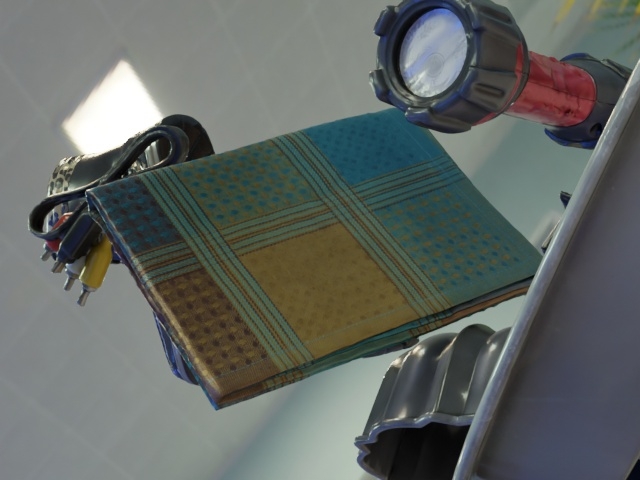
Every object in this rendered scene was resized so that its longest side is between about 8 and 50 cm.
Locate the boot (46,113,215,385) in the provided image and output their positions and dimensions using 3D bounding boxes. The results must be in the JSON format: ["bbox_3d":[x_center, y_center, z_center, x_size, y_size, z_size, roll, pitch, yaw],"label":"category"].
[{"bbox_3d":[-0.262,0.023,1.818,0.138,0.284,0.378,-14,-85,-48],"label":"boot"}]

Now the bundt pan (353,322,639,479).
[{"bbox_3d":[0.203,0.180,1.212,0.331,0.330,0.124,67,-148,-60],"label":"bundt pan"}]

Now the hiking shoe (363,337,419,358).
[{"bbox_3d":[0.103,0.065,1.562,0.227,0.086,0.114,-27,-79,-64],"label":"hiking shoe"}]

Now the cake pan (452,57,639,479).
[{"bbox_3d":[0.140,-0.015,0.486,0.293,0.054,0.293,-56,-17,-26],"label":"cake pan"}]

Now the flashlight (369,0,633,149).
[{"bbox_3d":[0.164,-0.118,0.949,0.103,0.103,0.304,-36,-26,33],"label":"flashlight"}]

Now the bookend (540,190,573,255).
[{"bbox_3d":[0.325,0.042,1.514,0.156,0.157,0.072,-53,-37,-14],"label":"bookend"}]

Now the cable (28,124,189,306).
[{"bbox_3d":[-0.288,-0.056,1.691,0.287,0.139,0.072,-50,-22,11],"label":"cable"}]

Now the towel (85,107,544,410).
[{"bbox_3d":[0.000,0.000,1.187,0.370,0.271,0.040,-18,-36,-28],"label":"towel"}]
